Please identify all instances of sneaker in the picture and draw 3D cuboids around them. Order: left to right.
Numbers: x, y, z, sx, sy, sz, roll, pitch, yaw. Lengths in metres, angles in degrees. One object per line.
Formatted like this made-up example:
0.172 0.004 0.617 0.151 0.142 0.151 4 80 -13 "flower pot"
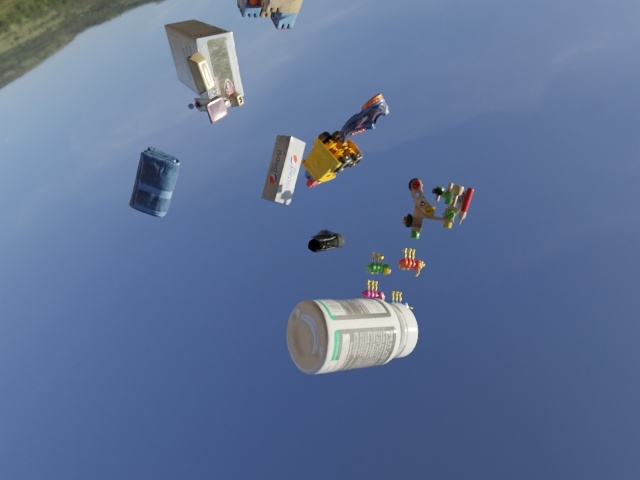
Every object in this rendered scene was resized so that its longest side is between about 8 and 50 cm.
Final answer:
0.000 0.003 1.205 0.089 0.051 0.170 -10 -173 -27 "sneaker"
0.153 -0.422 1.604 0.221 0.087 0.083 -40 -175 27 "sneaker"

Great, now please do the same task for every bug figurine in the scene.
0.266 0.162 1.678 0.217 0.278 0.072 7 -154 -5 "bug figurine"

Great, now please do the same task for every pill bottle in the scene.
0.101 0.272 1.311 0.204 0.361 0.204 -9 -102 53 "pill bottle"

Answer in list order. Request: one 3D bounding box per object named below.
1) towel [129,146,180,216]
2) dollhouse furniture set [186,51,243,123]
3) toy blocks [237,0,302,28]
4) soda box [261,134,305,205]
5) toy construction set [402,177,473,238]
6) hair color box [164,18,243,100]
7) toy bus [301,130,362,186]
-0.291 -0.099 0.784 0.029 0.067 0.119 -87 -159 -61 "towel"
-0.210 -0.285 0.808 0.081 0.114 0.091 15 -134 33 "dollhouse furniture set"
-0.149 -0.705 1.160 0.191 0.261 0.381 -15 -109 -28 "toy blocks"
-0.160 -0.302 1.927 0.091 0.098 0.286 15 -89 38 "soda box"
0.466 -0.105 1.773 0.309 0.258 0.237 -149 -106 -73 "toy construction set"
-0.377 -0.578 1.423 0.114 0.185 0.374 -22 -142 -21 "hair color box"
0.030 -0.297 1.719 0.211 0.149 0.220 -47 169 34 "toy bus"
